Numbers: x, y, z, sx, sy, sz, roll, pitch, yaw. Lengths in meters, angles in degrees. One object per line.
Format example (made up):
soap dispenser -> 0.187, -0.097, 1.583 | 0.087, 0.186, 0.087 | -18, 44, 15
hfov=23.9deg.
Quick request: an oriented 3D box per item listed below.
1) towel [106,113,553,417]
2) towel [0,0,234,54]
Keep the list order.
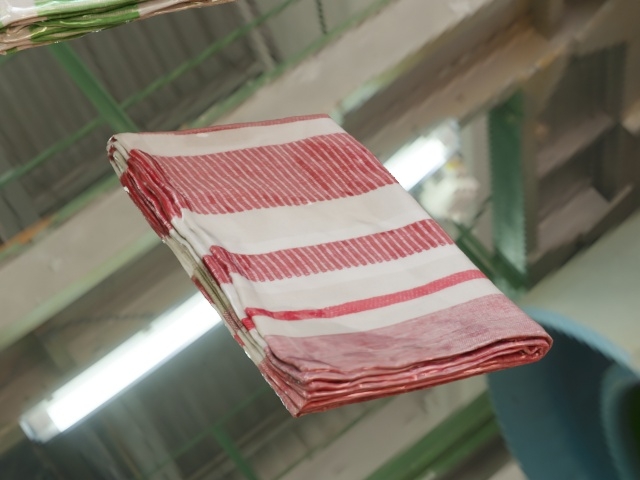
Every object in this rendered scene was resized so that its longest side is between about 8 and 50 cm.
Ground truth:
towel -> 0.000, 0.000, 1.196 | 0.237, 0.329, 0.037 | -9, -48, -34
towel -> -0.126, -0.282, 1.179 | 0.325, 0.247, 0.038 | -15, -23, -11
